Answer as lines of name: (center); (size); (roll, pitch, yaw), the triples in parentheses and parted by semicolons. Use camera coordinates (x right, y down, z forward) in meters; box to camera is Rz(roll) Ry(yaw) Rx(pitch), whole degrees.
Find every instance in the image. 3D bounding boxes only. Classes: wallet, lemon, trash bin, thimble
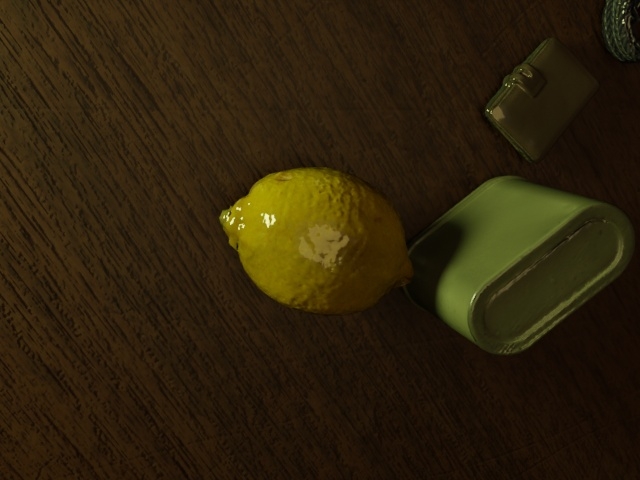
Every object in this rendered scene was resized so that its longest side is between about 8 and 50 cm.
wallet: (0.308, -0.198, 0.998); (0.118, 0.039, 0.153); (43, 86, -16)
lemon: (0.000, 0.000, 0.896); (0.256, 0.188, 0.188); (19, 95, -11)
trash bin: (0.239, 0.023, 0.915); (0.243, 0.247, 0.121); (-38, 105, -4)
thimble: (0.446, -0.303, 0.993); (0.095, 0.066, 0.104); (-23, 105, -5)
